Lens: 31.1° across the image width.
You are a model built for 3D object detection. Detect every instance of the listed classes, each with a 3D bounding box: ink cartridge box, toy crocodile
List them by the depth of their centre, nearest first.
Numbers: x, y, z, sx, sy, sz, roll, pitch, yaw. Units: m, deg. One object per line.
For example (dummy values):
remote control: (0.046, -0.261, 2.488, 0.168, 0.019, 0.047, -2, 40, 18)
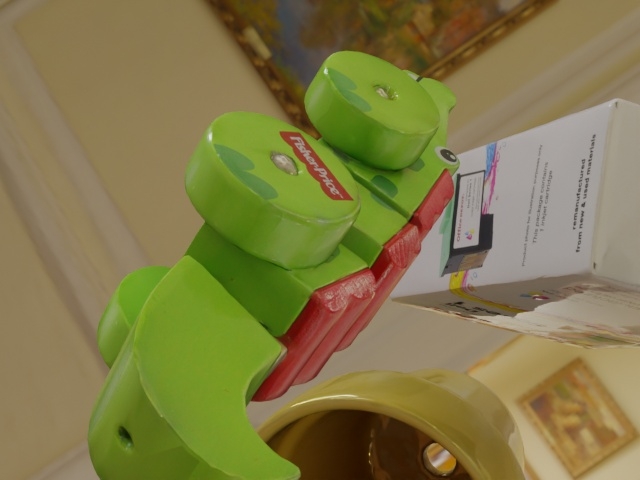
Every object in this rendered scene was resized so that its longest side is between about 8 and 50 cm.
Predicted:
toy crocodile: (0.000, 0.000, 0.518, 0.105, 0.115, 0.340, 37, 28, 5)
ink cartridge box: (0.202, 0.004, 0.831, 0.201, 0.117, 0.278, 15, -11, -20)

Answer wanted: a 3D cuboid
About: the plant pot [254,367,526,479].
plant pot: (0.076, 0.223, 1.014, 0.254, 0.254, 0.239, 56, 25, 5)
